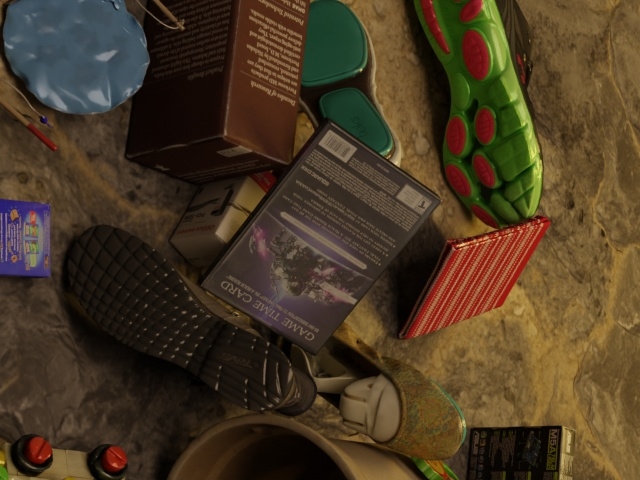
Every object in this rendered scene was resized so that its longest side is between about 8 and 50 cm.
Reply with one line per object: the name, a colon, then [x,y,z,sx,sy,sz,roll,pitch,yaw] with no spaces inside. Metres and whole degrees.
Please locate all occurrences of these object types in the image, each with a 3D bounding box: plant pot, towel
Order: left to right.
plant pot: [0.007,0.388,1.778,0.305,0.333,0.334,7,79,-57]
towel: [0.248,0.056,2.184,0.275,0.031,0.199,-14,138,-47]

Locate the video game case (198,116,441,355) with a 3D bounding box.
video game case: [0.000,0.000,1.770,0.196,0.026,0.274,33,104,-24]

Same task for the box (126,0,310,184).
box: [-0.125,-0.280,1.799,0.143,0.191,0.381,23,68,-44]

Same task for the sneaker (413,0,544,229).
sneaker: [0.297,-0.256,2.255,0.202,0.185,0.483,-18,101,-49]

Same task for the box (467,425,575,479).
box: [0.315,0.392,2.171,0.045,0.184,0.191,24,66,-44]

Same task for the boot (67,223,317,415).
boot: [-0.165,0.119,1.737,0.118,0.338,0.223,-50,170,-4]

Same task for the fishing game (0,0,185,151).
fishing game: [-0.306,-0.240,1.684,0.189,0.041,0.264,42,63,-9]

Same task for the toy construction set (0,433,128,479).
toy construction set: [-0.302,0.340,1.546,0.327,0.151,0.215,30,38,-49]

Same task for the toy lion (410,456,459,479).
toy lion: [0.158,0.311,1.832,0.096,0.034,0.100,52,11,30]

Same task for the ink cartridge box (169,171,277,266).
ink cartridge box: [-0.128,-0.037,1.825,0.056,0.099,0.135,48,52,-31]

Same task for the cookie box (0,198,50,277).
cookie box: [-0.373,-0.003,1.602,0.107,0.040,0.092,6,80,-47]

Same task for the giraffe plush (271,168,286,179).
giraffe plush: [-0.016,-0.028,1.904,0.210,0.181,0.170,-17,84,-62]

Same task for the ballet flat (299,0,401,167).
ballet flat: [0.029,-0.187,1.940,0.139,0.139,0.400,36,25,-38]

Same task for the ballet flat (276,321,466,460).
ballet flat: [0.051,0.199,1.831,0.123,0.348,0.123,-15,120,-28]
